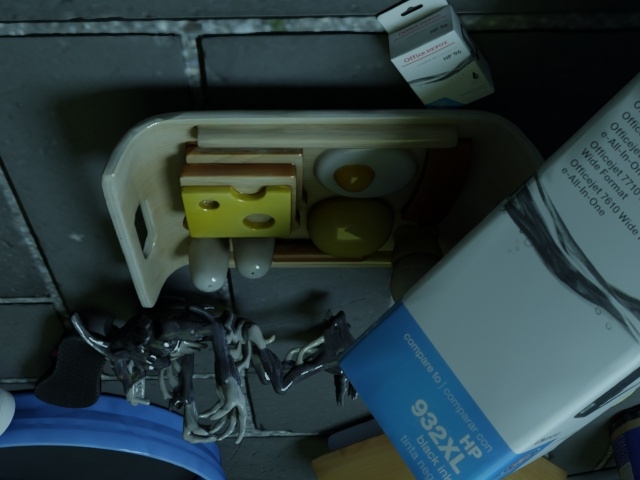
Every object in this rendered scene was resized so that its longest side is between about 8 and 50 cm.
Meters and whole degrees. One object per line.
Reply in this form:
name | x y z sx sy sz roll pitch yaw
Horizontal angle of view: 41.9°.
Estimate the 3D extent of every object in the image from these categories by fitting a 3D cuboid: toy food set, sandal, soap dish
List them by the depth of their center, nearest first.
toy food set | 0.000 0.000 0.656 0.306 0.092 0.220 -1 152 -3
sandal | -0.257 0.131 0.886 0.067 0.040 0.179 17 140 -19
soap dish | 0.163 0.321 1.095 0.229 0.118 0.291 -26 138 29

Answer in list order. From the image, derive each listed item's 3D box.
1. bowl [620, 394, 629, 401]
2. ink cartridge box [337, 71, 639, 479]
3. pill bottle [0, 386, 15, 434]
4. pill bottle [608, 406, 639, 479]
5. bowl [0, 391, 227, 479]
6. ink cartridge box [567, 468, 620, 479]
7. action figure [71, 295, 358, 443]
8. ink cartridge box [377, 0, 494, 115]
bowl | 0.233 0.116 0.856 0.170 0.080 0.170 -1 144 -1
ink cartridge box | 0.198 0.029 0.574 0.307 0.129 0.223 -46 154 25
pill bottle | -0.397 0.156 0.875 0.086 0.086 0.152 -16 140 18
pill bottle | 0.437 0.320 1.022 0.122 0.219 0.123 -1 143 -1
bowl | -0.314 0.309 1.092 0.391 0.077 0.391 -1 143 -1
ink cartridge box | 0.522 0.458 1.320 0.308 0.091 0.385 -18 139 20
action figure | -0.097 0.125 0.797 0.275 0.141 0.164 4 170 -14
ink cartridge box | 0.079 -0.126 0.568 0.048 0.028 0.083 -22 139 26
